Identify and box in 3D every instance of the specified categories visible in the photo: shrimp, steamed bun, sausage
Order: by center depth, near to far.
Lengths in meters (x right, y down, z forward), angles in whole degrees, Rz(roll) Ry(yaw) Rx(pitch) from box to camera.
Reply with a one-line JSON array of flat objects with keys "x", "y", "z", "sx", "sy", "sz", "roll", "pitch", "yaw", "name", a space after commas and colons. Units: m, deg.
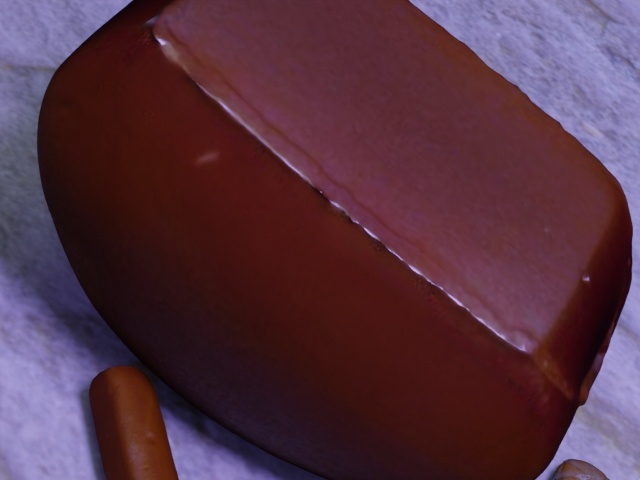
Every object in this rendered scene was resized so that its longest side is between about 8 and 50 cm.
[{"x": -0.112, "y": 0.139, "z": 1.057, "sx": 0.039, "sy": 0.041, "sz": 0.131, "roll": 18, "pitch": 40, "yaw": -42, "name": "sausage"}, {"x": 0.000, "y": 0.000, "z": 1.094, "sx": 0.379, "sy": 0.248, "sz": 0.235, "roll": 39, "pitch": 46, "yaw": -2, "name": "steamed bun"}, {"x": 0.186, "y": 0.195, "z": 1.165, "sx": 0.059, "sy": 0.023, "sz": 0.108, "roll": 21, "pitch": 44, "yaw": -19, "name": "shrimp"}]
